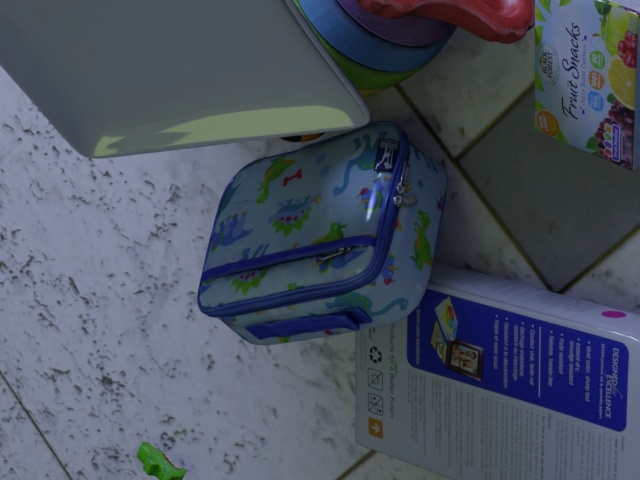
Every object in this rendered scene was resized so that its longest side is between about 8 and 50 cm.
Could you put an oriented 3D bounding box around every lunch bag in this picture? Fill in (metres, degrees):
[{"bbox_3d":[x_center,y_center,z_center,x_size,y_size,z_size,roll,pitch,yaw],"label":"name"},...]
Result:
[{"bbox_3d":[0.000,0.000,1.576,0.219,0.090,0.176,-11,53,40],"label":"lunch bag"}]

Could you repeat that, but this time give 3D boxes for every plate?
[{"bbox_3d":[-0.131,-0.168,1.406,0.277,0.045,0.278,-6,145,25],"label":"plate"}]

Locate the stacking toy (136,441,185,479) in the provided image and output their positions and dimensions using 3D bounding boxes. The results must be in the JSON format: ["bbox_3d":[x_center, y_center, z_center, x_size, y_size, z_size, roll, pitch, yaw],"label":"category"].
[{"bbox_3d":[-0.131,0.334,1.866,0.221,0.052,0.167,41,123,23],"label":"stacking toy"}]

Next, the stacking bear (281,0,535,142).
[{"bbox_3d":[0.019,-0.181,1.523,0.289,0.175,0.164,-39,51,49],"label":"stacking bear"}]

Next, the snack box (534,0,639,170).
[{"bbox_3d":[0.217,-0.136,1.424,0.100,0.037,0.141,28,136,37],"label":"snack box"}]

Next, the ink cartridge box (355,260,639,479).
[{"bbox_3d":[0.176,0.131,1.517,0.371,0.069,0.176,16,113,46],"label":"ink cartridge box"}]
